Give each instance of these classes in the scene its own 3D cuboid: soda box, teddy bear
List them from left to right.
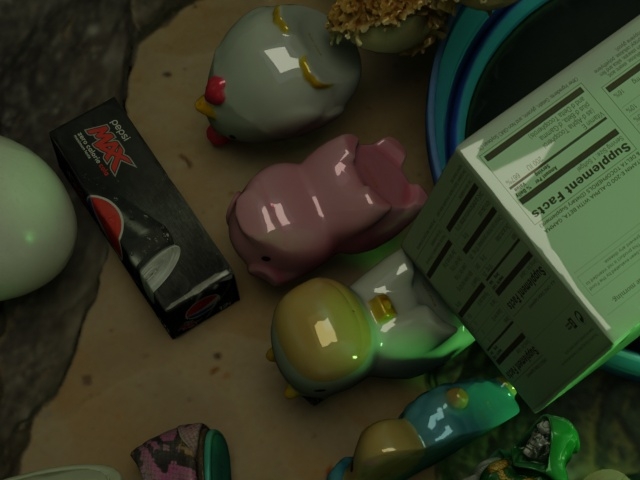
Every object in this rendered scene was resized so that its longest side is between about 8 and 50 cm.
[{"bbox_3d":[-0.126,-0.017,1.286,0.060,0.053,0.169,-31,68,-13],"label":"soda box"},{"bbox_3d":[0.104,-0.259,1.299,0.113,0.245,0.338,49,56,-25],"label":"teddy bear"}]

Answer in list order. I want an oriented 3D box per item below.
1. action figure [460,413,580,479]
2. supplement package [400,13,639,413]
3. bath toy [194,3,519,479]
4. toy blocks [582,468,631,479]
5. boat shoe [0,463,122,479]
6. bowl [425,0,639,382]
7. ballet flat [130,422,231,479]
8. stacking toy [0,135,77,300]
[{"bbox_3d":[0.074,0.197,1.030,0.137,0.063,0.232,29,81,48],"label":"action figure"},{"bbox_3d":[0.207,-0.041,1.117,0.262,0.204,0.145,-35,80,-15],"label":"supplement package"},{"bbox_3d":[0.000,0.000,1.245,0.151,0.129,0.348,4,57,-48],"label":"bath toy"},{"bbox_3d":[0.205,0.348,1.045,0.309,0.260,0.288,-49,41,2],"label":"toy blocks"},{"bbox_3d":[-0.256,0.253,1.157,0.319,0.116,0.099,-31,111,-20],"label":"boat shoe"},{"bbox_3d":[0.268,-0.073,1.295,0.391,0.077,0.391,0,65,0],"label":"bowl"},{"bbox_3d":[-0.085,0.225,1.170,0.079,0.077,0.221,-19,60,12],"label":"ballet flat"},{"bbox_3d":[-0.400,-0.062,1.224,0.480,0.350,0.350,17,65,-13],"label":"stacking toy"}]
